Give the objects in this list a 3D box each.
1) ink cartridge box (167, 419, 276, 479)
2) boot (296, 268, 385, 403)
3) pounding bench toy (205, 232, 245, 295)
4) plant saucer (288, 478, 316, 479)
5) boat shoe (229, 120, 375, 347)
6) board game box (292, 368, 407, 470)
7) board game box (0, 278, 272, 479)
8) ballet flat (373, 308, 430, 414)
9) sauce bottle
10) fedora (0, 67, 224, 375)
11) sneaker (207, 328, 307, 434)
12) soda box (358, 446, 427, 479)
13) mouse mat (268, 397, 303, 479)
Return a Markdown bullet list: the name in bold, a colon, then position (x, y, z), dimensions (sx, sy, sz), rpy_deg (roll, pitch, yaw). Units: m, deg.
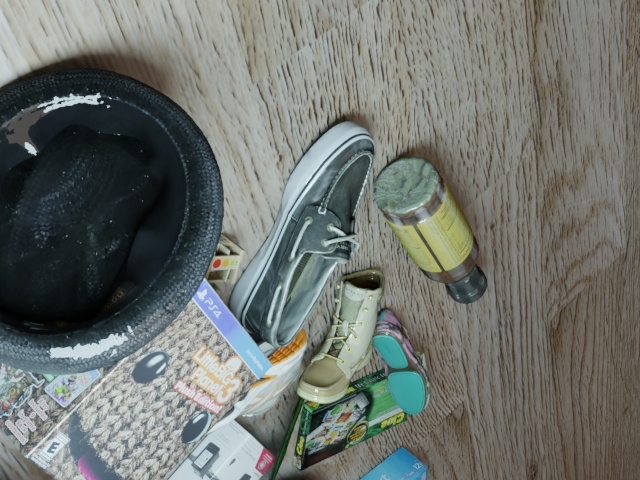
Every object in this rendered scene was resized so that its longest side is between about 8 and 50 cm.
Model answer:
- **ink cartridge box**: position (-0.155, 0.359, 1.694), dimensions (0.150, 0.063, 0.109), rpy_deg (-48, 144, -11)
- **boot**: position (0.035, 0.144, 1.696), dimensions (0.213, 0.077, 0.165), rpy_deg (-38, 145, -57)
- **pounding bench toy**: position (-0.151, 0.039, 1.462), dimensions (0.065, 0.052, 0.083), rpy_deg (-4, 120, -46)
- **plant saucer**: position (-0.088, 0.515, 1.868), dimensions (0.278, 0.041, 0.277), rpy_deg (-26, 134, -31)
- **boat shoe**: position (0.000, 0.000, 1.540), dimensions (0.121, 0.119, 0.335), rpy_deg (15, 106, -51)
- **board game box**: position (0.064, 0.301, 1.920), dimensions (0.260, 0.030, 0.136), rpy_deg (-16, 127, -40)
- **board game box**: position (-0.242, 0.174, 1.393), dimensions (0.291, 0.141, 0.232), rpy_deg (-46, 142, -11)
- **ballet flat**: position (0.142, 0.201, 1.876), dimensions (0.221, 0.077, 0.079), rpy_deg (64, 33, -37)
- **sauce bottle**: position (0.187, -0.002, 1.754), dimensions (0.111, 0.111, 0.344), rpy_deg (-48, 144, -9)
- **fedora**: position (-0.266, -0.012, 1.184), dimensions (0.334, 0.334, 0.152), rpy_deg (-40, 176, -19)
- **sneaker**: position (-0.120, 0.231, 1.613), dimensions (0.262, 0.099, 0.121), rpy_deg (-33, 142, -25)
- **soda box**: position (0.104, 0.484, 2.066), dimensions (0.210, 0.071, 0.067), rpy_deg (-32, 138, -27)
- **mouse mat**: position (-0.055, 0.323, 1.753), dimensions (0.152, 0.007, 0.189), rpy_deg (-57, 166, -69)
